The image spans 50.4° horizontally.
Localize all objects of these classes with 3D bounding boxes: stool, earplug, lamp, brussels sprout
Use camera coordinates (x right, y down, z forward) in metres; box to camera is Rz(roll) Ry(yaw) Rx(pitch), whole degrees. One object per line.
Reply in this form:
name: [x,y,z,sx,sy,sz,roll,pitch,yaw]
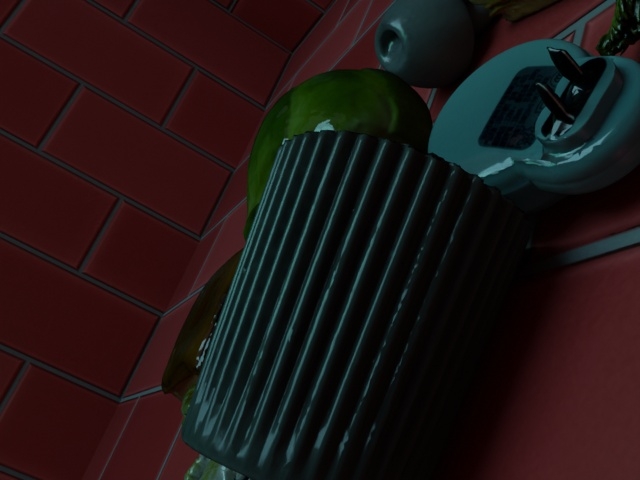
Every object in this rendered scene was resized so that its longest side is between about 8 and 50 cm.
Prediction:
stool: [0.031,0.097,0.726,0.297,0.297,0.329,-14,52,68]
earplug: [0.219,-0.426,1.232,0.214,0.175,0.325,9,71,57]
lamp: [0.229,-0.119,0.725,0.209,0.147,0.284,-60,12,-7]
brussels sprout: [0.028,-0.108,1.124,0.371,0.276,0.314,-61,28,22]

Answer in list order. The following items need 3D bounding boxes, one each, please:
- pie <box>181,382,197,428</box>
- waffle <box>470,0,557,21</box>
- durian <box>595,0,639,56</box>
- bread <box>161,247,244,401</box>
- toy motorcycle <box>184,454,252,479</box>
pie: [-0.105,0.214,1.124,0.303,0.066,0.302,-33,-2,-1]
waffle: [0.374,-0.476,0.971,0.260,0.114,0.376,-61,16,-5]
durian: [0.390,-0.354,0.656,0.394,0.163,0.198,-60,12,22]
bread: [-0.216,0.198,1.532,0.333,0.143,0.323,-36,27,55]
toy motorcycle: [-0.136,0.352,1.088,0.340,0.108,0.222,-47,14,42]
